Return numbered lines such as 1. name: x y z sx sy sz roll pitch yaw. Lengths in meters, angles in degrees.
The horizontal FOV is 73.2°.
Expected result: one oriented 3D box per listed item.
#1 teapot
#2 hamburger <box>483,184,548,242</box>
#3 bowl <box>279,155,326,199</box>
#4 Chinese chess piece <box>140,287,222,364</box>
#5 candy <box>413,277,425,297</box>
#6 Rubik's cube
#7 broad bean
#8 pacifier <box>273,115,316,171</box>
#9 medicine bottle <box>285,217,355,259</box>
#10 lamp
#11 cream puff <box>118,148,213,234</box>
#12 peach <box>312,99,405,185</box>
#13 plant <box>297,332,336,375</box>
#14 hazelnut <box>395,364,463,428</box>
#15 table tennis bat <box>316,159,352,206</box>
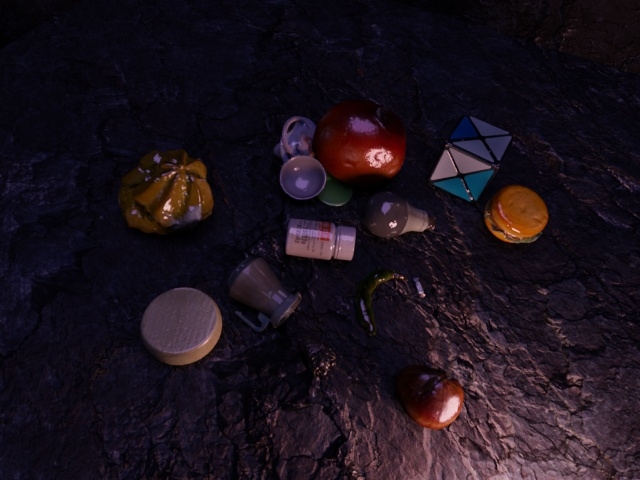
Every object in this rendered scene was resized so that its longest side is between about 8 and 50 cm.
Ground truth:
1. teapot: -0.199 0.187 1.454 0.225 0.171 0.203 38 91 11
2. hamburger: 0.774 -0.094 1.738 0.247 0.170 0.245 3 68 -7
3. bowl: -0.075 -0.249 1.788 0.189 0.086 0.188 0 79 -3
4. Chinese chess piece: -0.445 0.274 1.388 0.251 0.101 0.250 3 55 -4
5. candy: 0.367 0.173 1.597 0.030 0.020 0.083 -11 58 -12
6. Rubik's cube: 0.641 -0.349 1.853 0.247 0.248 0.250 28 56 14
7. broad bean: 0.197 0.198 1.543 0.144 0.049 0.291 30 57 13
8. pacifier: -0.121 -0.419 1.885 0.208 0.227 0.278 -4 43 42
9. medicine bottle: 0.000 0.000 1.605 0.253 0.144 0.144 10 55 -1
10. lamp: 0.316 -0.075 1.694 0.314 0.182 0.181 23 54 -14
11. cream puff: -0.571 -0.205 1.605 0.379 0.275 0.377 1 56 -2
12. peach: 0.184 -0.410 1.774 0.406 0.310 0.334 27 58 -13
13. plant: -0.013 0.368 1.380 0.095 0.091 0.143 -27 54 -30
14. hazelnut: 0.323 0.463 1.303 0.178 0.177 0.204 -37 58 -27
15. table tennis bat: 0.037 -0.249 1.848 0.161 0.039 0.256 -19 65 -18
